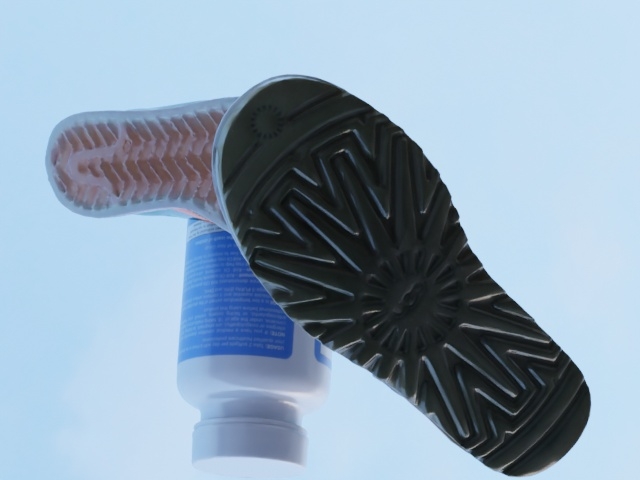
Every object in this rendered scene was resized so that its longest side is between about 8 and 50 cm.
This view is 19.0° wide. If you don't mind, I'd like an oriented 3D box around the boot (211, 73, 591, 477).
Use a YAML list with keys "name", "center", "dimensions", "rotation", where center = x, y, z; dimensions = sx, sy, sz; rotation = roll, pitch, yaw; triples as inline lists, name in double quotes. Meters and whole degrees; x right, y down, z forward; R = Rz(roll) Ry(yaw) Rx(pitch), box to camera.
- name: "boot"
  center: [0.000, 0.000, 0.947]
  dimensions: [0.089, 0.269, 0.236]
  rotation: [-40, -68, -5]

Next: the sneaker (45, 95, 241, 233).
- name: "sneaker"
  center: [-0.057, -0.060, 1.420]
  dimensions: [0.121, 0.302, 0.108]
  rotation: [-12, -74, -52]

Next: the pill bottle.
- name: "pill bottle"
  center: [-0.052, 0.073, 1.525]
  dimensions: [0.124, 0.124, 0.221]
  rotation: [15, -111, -32]
